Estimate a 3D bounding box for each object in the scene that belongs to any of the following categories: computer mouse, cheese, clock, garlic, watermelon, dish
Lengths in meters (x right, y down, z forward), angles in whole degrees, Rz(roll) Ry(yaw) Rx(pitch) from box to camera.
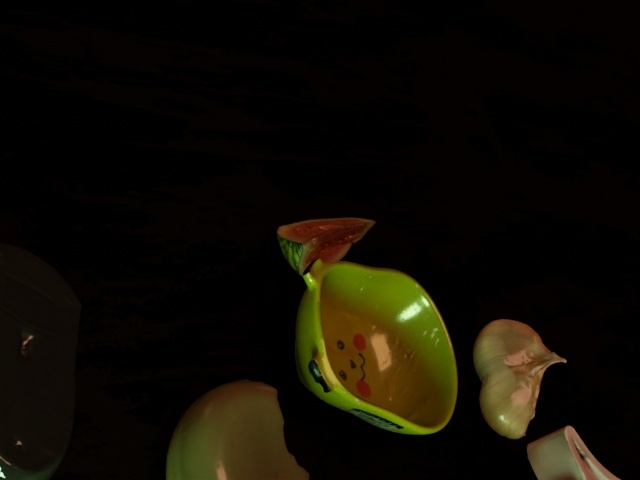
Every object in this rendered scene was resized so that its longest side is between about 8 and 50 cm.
[{"bbox_3d":[-0.308,0.128,1.176,0.137,0.086,0.269,36,34,-37],"label":"computer mouse"},{"bbox_3d":[-0.086,0.245,1.330,0.175,0.091,0.202,25,49,-37],"label":"cheese"},{"bbox_3d":[0.410,0.396,1.766,0.290,0.080,0.275,57,38,-1],"label":"clock"},{"bbox_3d":[0.277,0.201,1.751,0.124,0.099,0.174,20,50,-19],"label":"garlic"},{"bbox_3d":[-0.004,0.012,1.602,0.163,0.087,0.069,-17,108,-49],"label":"watermelon"},{"bbox_3d":[0.048,0.145,1.529,0.262,0.108,0.221,20,51,-39],"label":"dish"}]
